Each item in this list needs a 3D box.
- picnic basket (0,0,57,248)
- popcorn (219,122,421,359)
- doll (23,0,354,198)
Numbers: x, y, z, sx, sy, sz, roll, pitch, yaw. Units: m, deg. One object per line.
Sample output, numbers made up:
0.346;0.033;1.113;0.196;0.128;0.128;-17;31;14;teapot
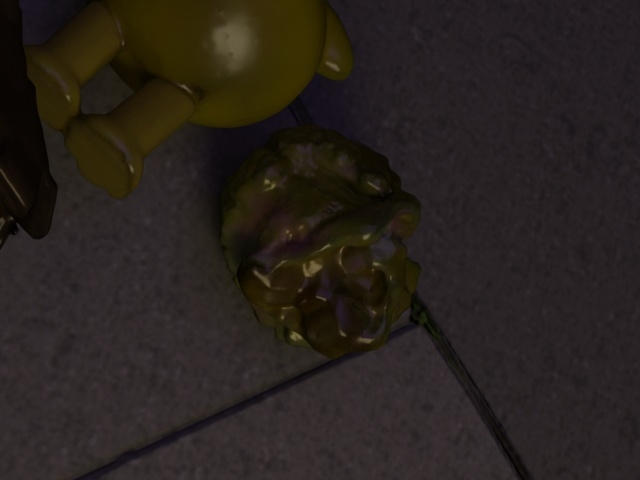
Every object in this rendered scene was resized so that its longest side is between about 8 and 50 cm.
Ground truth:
-0.283;-0.022;0.824;0.291;0.254;0.321;10;74;-60;picnic basket
0.000;0.000;1.083;0.125;0.126;0.145;-7;104;-4;popcorn
-0.043;-0.182;1.070;0.199;0.145;0.363;47;57;-8;doll
